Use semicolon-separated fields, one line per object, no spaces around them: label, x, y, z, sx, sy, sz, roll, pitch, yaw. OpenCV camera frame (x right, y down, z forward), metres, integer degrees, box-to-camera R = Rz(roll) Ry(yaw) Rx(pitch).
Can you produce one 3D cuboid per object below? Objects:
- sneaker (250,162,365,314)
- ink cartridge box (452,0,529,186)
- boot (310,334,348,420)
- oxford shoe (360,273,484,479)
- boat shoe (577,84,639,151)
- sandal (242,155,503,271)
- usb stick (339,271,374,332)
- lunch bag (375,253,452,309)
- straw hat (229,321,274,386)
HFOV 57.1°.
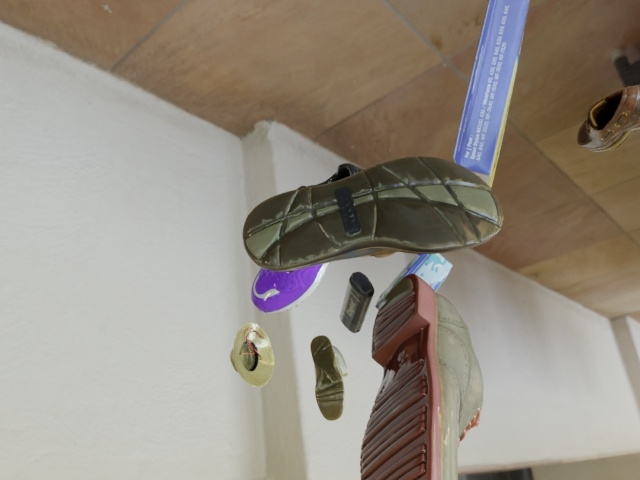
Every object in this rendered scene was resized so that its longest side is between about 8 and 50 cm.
sneaker;-0.026;-0.015;0.957;0.293;0.102;0.146;-46;141;-1
ink cartridge box;0.290;-0.246;0.989;0.072;0.304;0.307;13;180;13
boot;0.033;0.367;1.547;0.077;0.213;0.165;-14;158;8
oxford shoe;0.129;0.181;0.628;0.130;0.348;0.123;31;129;-14
boat shoe;0.374;-0.161;0.760;0.060;0.064;0.178;9;175;-1
sandal;0.044;-0.013;0.513;0.219;0.090;0.060;-14;160;2
usb stick;0.089;0.161;1.485;0.045;0.077;0.278;-29;158;-18
lunch bag;0.218;0.107;1.371;0.176;0.090;0.219;-47;172;-9
straw hat;-0.169;0.261;1.322;0.061;0.144;0.144;-20;154;31
